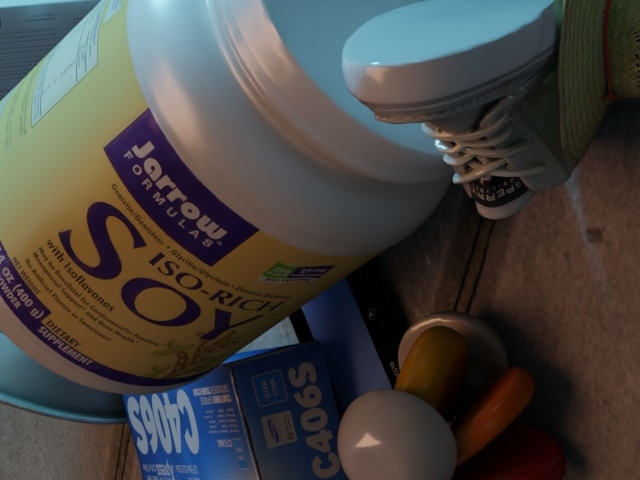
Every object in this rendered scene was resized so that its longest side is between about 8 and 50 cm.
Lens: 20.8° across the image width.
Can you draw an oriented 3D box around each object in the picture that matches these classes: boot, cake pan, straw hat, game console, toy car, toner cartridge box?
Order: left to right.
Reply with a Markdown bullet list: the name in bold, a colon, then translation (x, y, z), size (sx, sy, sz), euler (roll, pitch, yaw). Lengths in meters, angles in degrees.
- **cake pan**: translation (-0.279, 0.077, 1.618), size (0.293, 0.293, 0.054), euler (39, 109, 52)
- **toner cartridge box**: translation (-0.070, 0.176, 1.394), size (0.348, 0.075, 0.165), euler (159, 95, -69)
- **game console**: translation (0.000, 0.000, 1.294), size (0.361, 0.044, 0.213), euler (67, 150, 24)
- **toy car**: translation (0.084, 0.146, 1.100), size (0.136, 0.159, 0.182), euler (24, 125, 13)
- **boot**: translation (0.093, -0.068, 0.914), size (0.095, 0.258, 0.123), euler (4, 109, 28)
- **straw hat**: translation (0.168, -0.104, 0.911), size (0.061, 0.144, 0.144), euler (7, 109, 18)

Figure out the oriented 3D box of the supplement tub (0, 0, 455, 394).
- **supplement tub**: translation (-0.062, -0.065, 1.124), size (0.331, 0.241, 0.241), euler (-36, 65, 41)

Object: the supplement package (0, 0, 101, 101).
- **supplement package**: translation (-0.271, -0.122, 1.602), size (0.198, 0.199, 0.262), euler (39, 132, 52)
